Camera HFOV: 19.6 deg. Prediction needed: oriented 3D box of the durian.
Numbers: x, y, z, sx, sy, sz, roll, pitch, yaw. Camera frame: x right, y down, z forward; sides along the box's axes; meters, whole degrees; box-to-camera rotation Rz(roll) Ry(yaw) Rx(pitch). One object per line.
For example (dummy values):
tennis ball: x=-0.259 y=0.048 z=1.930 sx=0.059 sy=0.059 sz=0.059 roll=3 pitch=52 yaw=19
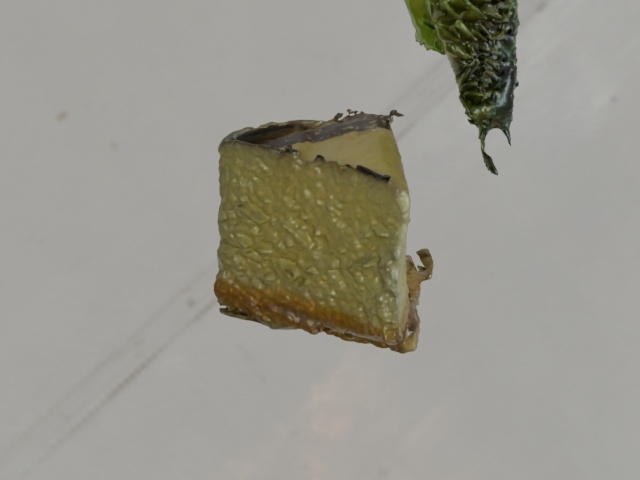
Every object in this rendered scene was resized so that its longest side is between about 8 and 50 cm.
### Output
durian: x=0.130 y=-0.238 z=1.694 sx=0.106 sy=0.132 sz=0.375 roll=4 pitch=79 yaw=-12

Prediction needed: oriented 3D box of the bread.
bread: x=0.000 y=0.000 z=1.235 sx=0.152 sy=0.127 sz=0.147 roll=-2 pitch=115 yaw=2
